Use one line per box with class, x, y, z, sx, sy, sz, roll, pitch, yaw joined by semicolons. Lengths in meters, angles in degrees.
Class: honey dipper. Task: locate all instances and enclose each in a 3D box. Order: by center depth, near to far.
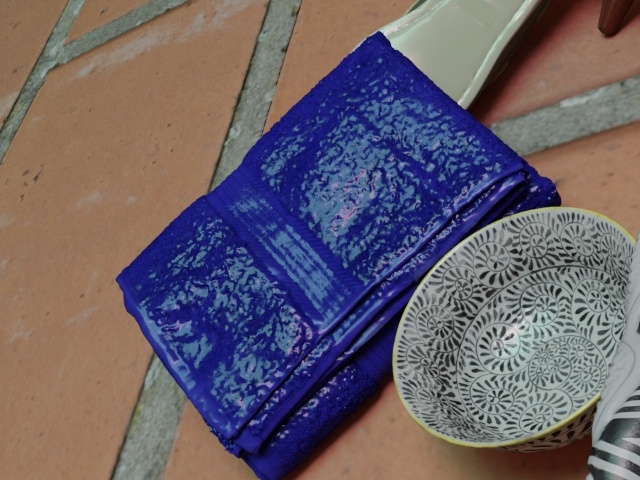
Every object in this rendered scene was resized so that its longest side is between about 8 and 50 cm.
honey dipper;0.204;0.021;0.661;0.160;0.030;0.031;-12;46;29

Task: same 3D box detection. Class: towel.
towel;0.000;0.000;0.764;0.308;0.076;0.228;-44;61;0

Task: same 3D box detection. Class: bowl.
bowl;0.137;0.070;0.624;0.170;0.080;0.170;-26;39;23

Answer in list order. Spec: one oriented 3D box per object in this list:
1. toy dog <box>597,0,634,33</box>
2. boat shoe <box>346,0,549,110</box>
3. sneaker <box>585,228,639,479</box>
toy dog;0.272;-0.218;0.718;0.220;0.161;0.334;9;16;4
boat shoe;0.111;-0.167;0.882;0.109;0.091;0.305;41;89;11
sneaker;0.256;0.068;0.468;0.210;0.137;0.366;-5;53;37
